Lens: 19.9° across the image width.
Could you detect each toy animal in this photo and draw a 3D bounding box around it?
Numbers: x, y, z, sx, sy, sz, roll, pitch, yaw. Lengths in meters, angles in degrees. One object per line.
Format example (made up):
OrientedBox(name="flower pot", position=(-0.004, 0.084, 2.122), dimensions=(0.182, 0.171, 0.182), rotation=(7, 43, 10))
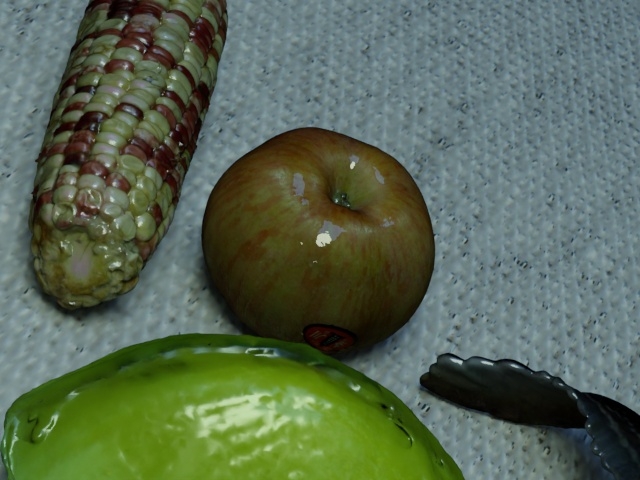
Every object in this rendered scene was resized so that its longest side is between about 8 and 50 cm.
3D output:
OrientedBox(name="toy animal", position=(0.183, 0.131, 0.922), dimensions=(0.273, 0.197, 0.160), rotation=(-2, 48, 35))

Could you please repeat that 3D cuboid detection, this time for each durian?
OrientedBox(name="durian", position=(-0.024, 0.117, 0.835), dimensions=(0.250, 0.101, 0.139), rotation=(17, 77, -11))

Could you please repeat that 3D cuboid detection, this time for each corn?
OrientedBox(name="corn", position=(-0.105, -0.068, 0.991), dimensions=(0.086, 0.086, 0.253), rotation=(20, 43, -8))

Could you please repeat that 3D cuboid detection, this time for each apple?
OrientedBox(name="apple", position=(0.001, -0.002, 0.962), dimensions=(0.126, 0.102, 0.126), rotation=(15, 42, -14))
